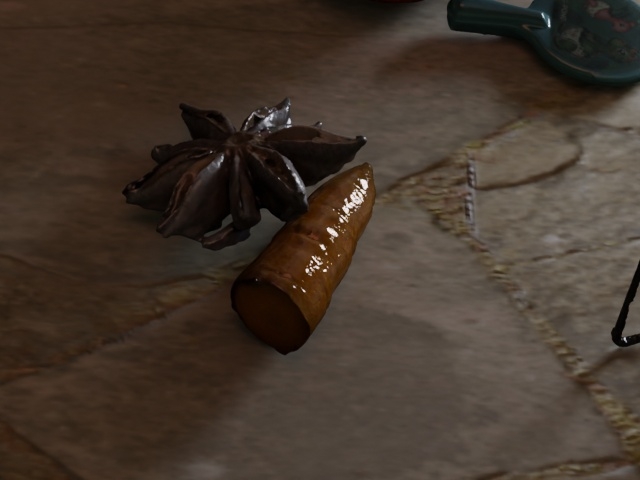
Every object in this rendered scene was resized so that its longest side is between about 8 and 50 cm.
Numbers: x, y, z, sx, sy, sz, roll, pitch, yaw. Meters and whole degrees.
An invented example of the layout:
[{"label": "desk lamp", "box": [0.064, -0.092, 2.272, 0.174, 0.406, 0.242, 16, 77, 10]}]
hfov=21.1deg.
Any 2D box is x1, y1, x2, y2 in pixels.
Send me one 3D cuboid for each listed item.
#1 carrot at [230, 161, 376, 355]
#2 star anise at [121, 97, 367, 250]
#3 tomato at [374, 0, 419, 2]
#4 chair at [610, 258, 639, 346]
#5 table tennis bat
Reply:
[{"label": "carrot", "box": [0.000, 0.000, 1.349, 0.072, 0.072, 0.205, 23, 43, 11]}, {"label": "star anise", "box": [-0.056, -0.058, 1.366, 0.195, 0.065, 0.182, -10, 34, 12]}, {"label": "tomato", "box": [0.064, -0.307, 1.555, 0.195, 0.136, 0.195, 4, 51, -5]}, {"label": "chair", "box": [0.358, 0.062, 1.295, 0.221, 0.145, 0.140, -12, 55, -19]}, {"label": "table tennis bat", "box": [0.212, -0.191, 1.552, 0.201, 0.033, 0.124, 9, 48, -7]}]
